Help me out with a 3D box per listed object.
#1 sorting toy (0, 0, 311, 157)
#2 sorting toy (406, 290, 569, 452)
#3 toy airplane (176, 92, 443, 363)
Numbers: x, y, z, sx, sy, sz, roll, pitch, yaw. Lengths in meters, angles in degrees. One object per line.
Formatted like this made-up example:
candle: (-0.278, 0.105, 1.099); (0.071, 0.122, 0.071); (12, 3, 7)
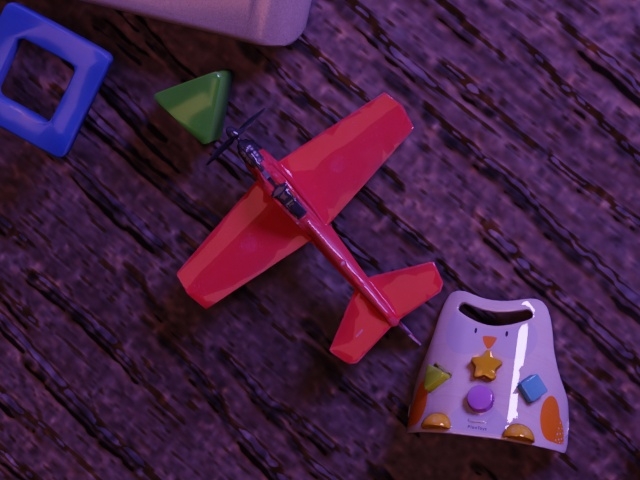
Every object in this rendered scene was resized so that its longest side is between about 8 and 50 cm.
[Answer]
sorting toy: (-0.083, -0.209, 0.800); (0.196, 0.047, 0.348); (15, 102, 7)
sorting toy: (0.085, 0.064, 0.789); (0.083, 0.045, 0.075); (5, 78, 15)
toy airplane: (0.000, 0.000, 0.799); (0.151, 0.028, 0.151); (0, 94, 4)
